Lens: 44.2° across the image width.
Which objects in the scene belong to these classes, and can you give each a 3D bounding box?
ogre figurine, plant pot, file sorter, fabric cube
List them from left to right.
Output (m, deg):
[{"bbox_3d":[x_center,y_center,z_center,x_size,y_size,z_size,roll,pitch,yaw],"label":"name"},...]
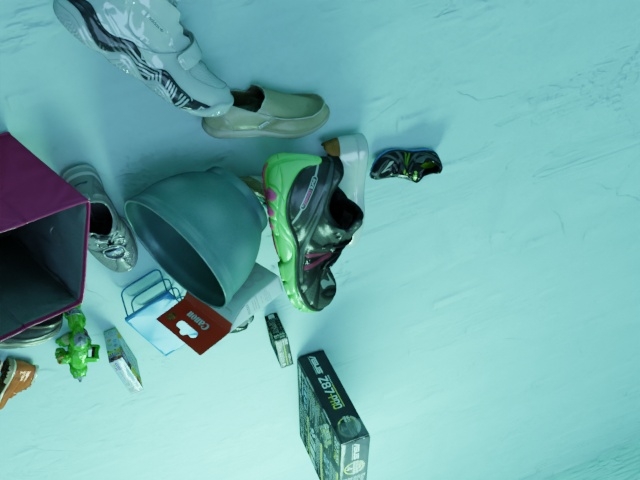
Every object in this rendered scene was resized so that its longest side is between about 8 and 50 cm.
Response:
[{"bbox_3d":[-0.597,-0.002,1.404,0.259,0.258,0.254,-28,146,-43],"label":"fabric cube"},{"bbox_3d":[-0.556,0.234,1.799,0.097,0.118,0.197,12,122,-35],"label":"ogre figurine"},{"bbox_3d":[-0.369,0.166,1.844,0.118,0.104,0.170,-32,136,3],"label":"file sorter"},{"bbox_3d":[-0.236,-0.031,1.640,0.196,0.293,0.293,-46,141,-23],"label":"plant pot"}]

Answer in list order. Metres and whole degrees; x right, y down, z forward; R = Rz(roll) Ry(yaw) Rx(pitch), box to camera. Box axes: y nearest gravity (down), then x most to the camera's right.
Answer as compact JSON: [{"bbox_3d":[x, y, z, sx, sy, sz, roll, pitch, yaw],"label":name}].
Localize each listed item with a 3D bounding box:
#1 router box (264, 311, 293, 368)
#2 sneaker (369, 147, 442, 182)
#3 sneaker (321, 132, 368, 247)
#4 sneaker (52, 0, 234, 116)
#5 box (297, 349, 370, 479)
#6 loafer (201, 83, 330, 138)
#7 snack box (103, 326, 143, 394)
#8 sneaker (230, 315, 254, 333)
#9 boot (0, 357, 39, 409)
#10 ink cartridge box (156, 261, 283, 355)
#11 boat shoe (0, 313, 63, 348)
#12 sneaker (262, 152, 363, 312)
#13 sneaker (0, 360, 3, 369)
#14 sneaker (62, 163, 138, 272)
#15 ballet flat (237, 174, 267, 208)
[{"bbox_3d":[-0.109,0.264,2.075,0.038,0.092,0.122,-19,135,-11],"label":"router box"},{"bbox_3d":[0.204,-0.174,1.852,0.188,0.078,0.067,-9,132,-20],"label":"sneaker"},{"bbox_3d":[0.036,-0.110,1.817,0.123,0.106,0.290,-8,122,-14],"label":"sneaker"},{"bbox_3d":[-0.257,-0.374,1.381,0.366,0.137,0.210,31,113,-35],"label":"sneaker"},{"bbox_3d":[0.029,0.557,2.251,0.097,0.318,0.394,-14,133,-15],"label":"box"},{"bbox_3d":[-0.105,-0.265,1.594,0.269,0.102,0.092,-10,139,-18],"label":"loafer"},{"bbox_3d":[-0.476,0.292,1.905,0.037,0.100,0.141,-22,136,-6],"label":"snack box"},{"bbox_3d":[-0.202,0.158,1.949,0.132,0.086,0.229,16,130,-42],"label":"sneaker"},{"bbox_3d":[-0.723,0.347,1.861,0.085,0.059,0.158,14,121,-41],"label":"boot"},{"bbox_3d":[-0.225,0.124,1.715,0.232,0.189,0.066,-34,131,-27],"label":"ink cartridge box"},{"bbox_3d":[-0.698,0.132,1.625,0.356,0.132,0.130,12,123,-36],"label":"boat shoe"},{"bbox_3d":[0.000,0.000,1.727,0.202,0.185,0.482,-10,143,-1],"label":"sneaker"},{"bbox_3d":[-0.808,0.307,1.789,0.175,0.064,0.067,-36,116,-1],"label":"sneaker"},{"bbox_3d":[-0.454,-0.018,1.625,0.105,0.115,0.281,-25,136,-5],"label":"sneaker"},{"bbox_3d":[-0.119,-0.108,1.766,0.206,0.073,0.067,34,81,-46],"label":"ballet flat"}]
